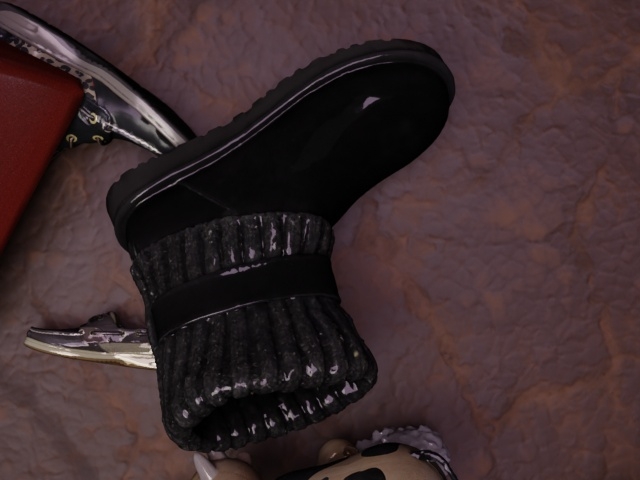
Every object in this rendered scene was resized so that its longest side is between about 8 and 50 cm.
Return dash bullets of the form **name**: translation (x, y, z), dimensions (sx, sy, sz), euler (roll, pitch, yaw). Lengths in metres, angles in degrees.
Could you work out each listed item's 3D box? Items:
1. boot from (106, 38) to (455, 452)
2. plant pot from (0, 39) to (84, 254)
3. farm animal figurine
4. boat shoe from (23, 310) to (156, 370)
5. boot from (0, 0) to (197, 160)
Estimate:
- **boot**: translation (0.000, 0.003, 0.821), dimensions (0.348, 0.131, 0.260), euler (-30, 52, 2)
- **plant pot**: translation (-0.389, -0.086, 0.756), dimensions (0.267, 0.236, 0.267), euler (27, 89, 6)
- **farm animal figurine**: translation (-0.036, 0.243, 0.777), dimensions (0.327, 0.330, 0.172), euler (-19, 100, -1)
- **boat shoe**: translation (-0.199, 0.091, 0.926), dimensions (0.152, 0.056, 0.049), euler (8, 85, -9)
- **boot**: translation (-0.242, -0.087, 0.911), dimensions (0.236, 0.085, 0.178), euler (35, 94, 2)
